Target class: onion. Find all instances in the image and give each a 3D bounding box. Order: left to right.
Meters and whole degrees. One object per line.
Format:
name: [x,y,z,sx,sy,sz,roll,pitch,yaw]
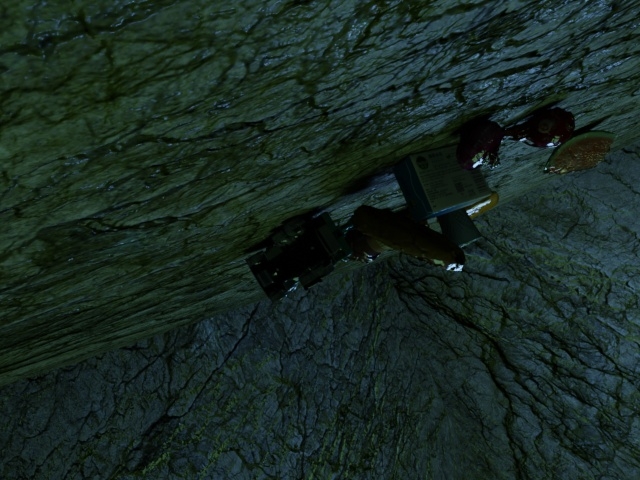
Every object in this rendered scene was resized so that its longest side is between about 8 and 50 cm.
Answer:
onion: [0.338,-0.195,1.075,0.115,0.104,0.115,-38,170,-8]

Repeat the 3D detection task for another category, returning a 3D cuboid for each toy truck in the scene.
toy truck: [-0.044,0.039,1.383,0.178,0.176,0.363,-31,179,-44]

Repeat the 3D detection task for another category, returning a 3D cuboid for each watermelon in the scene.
watermelon: [0.868,-0.319,1.748,0.231,0.128,0.146,-11,-157,14]

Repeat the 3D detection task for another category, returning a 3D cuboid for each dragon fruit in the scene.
dragon fruit: [0.502,-0.254,1.196,0.191,0.094,0.094,-12,173,9]

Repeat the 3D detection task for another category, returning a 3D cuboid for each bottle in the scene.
bottle: [0.159,0.006,1.777,0.271,0.143,0.156,-28,170,41]

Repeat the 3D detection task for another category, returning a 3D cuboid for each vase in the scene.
vase: [0.329,-0.089,1.321,0.096,0.219,0.096,-21,171,-3]

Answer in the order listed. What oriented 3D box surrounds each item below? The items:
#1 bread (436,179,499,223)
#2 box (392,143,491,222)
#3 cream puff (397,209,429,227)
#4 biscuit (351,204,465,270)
bread: [0.545,-0.139,1.930,0.246,0.121,0.174,-22,173,15]
box: [0.278,-0.135,1.169,0.194,0.139,0.073,-17,171,-31]
cream puff: [0.327,-0.054,1.924,0.165,0.115,0.150,-9,161,-21]
biscuit: [0.210,-0.015,1.212,0.296,0.296,0.075,-2,115,-68]
